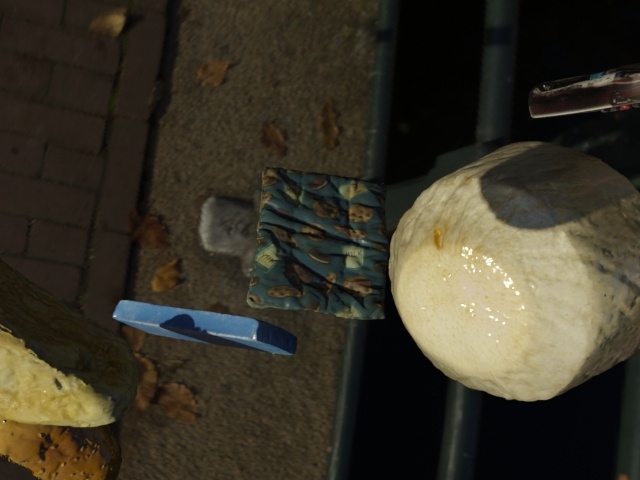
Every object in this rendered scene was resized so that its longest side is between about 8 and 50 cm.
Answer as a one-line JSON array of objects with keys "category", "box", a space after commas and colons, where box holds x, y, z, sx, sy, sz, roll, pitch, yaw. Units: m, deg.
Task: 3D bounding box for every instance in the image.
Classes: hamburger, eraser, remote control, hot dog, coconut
[{"category": "hamburger", "box": [-0.400, 0.306, 1.564, 0.131, 0.124, 0.262, -36, 129, 4]}, {"category": "eraser", "box": [-0.205, 0.155, 1.807, 0.144, 0.312, 0.043, 33, 65, -58]}, {"category": "remote control", "box": [0.193, -0.089, 0.543, 0.059, 0.212, 0.028, -9, 93, -26]}, {"category": "hot dog", "box": [-0.227, 0.046, 0.636, 0.242, 0.084, 0.073, 37, 112, -19]}, {"category": "coconut", "box": [0.248, 0.032, 1.169, 0.329, 0.329, 0.329, 3, 83, -24]}]

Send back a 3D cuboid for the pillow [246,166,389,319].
[{"category": "pillow", "box": [0.002, -0.001, 1.414, 0.189, 0.034, 0.255, 6, 50, -3]}]
